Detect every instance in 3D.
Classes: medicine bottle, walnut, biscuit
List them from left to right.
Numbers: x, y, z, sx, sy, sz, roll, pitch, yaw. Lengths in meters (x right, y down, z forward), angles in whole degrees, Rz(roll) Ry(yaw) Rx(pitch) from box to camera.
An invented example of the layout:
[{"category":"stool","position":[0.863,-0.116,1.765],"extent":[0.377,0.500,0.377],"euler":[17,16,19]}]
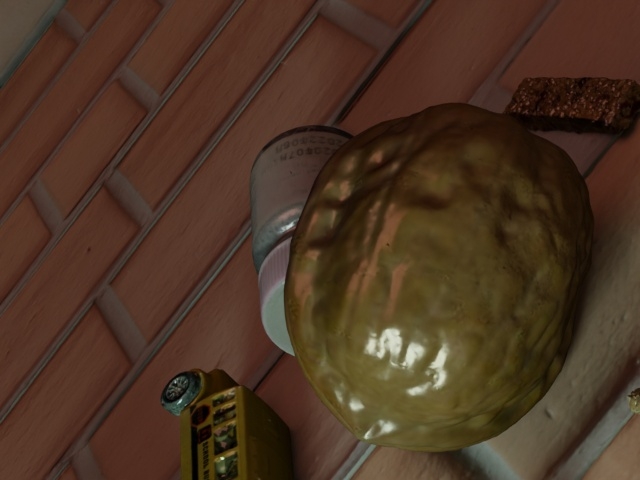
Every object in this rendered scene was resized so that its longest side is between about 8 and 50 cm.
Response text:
[{"category":"medicine bottle","position":[0.000,0.000,1.843],"extent":[0.165,0.165,0.273],"euler":[-40,32,24]},{"category":"walnut","position":[0.110,0.044,1.509],"extent":[0.306,0.306,0.344],"euler":[-2,54,55]},{"category":"biscuit","position":[0.281,-0.151,1.723],"extent":[0.064,0.034,0.199],"euler":[-59,30,-10]}]

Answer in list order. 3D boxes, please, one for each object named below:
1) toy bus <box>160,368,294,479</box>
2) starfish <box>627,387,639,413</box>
[{"category":"toy bus","position":[-0.098,0.272,1.738],"extent":[0.123,0.121,0.335],"euler":[-32,34,19]},{"category":"starfish","position":[0.399,0.068,1.279],"extent":[0.299,0.060,0.302],"euler":[-46,23,1]}]
